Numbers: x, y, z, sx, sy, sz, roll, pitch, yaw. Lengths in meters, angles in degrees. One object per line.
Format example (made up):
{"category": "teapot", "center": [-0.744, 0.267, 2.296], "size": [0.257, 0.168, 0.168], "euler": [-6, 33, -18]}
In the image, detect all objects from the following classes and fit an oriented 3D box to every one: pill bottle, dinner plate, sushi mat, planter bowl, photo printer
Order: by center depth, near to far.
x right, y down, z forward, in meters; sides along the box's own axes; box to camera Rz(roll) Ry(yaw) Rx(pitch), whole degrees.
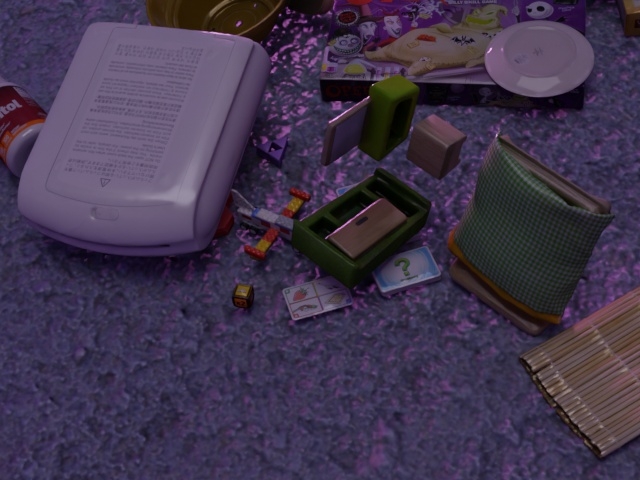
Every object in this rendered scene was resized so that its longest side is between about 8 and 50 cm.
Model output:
{"category": "sushi mat", "center": [0.387, 0.108, 1.345], "size": [0.316, 0.019, 0.151], "euler": [-28, 55, -14]}
{"category": "photo printer", "center": [-0.220, -0.121, 1.512], "size": [0.256, 0.107, 0.307], "euler": [8, 61, 15]}
{"category": "dinner plate", "center": [0.283, -0.241, 1.574], "size": [0.141, 0.017, 0.141], "euler": [-5, 52, 6]}
{"category": "pill bottle", "center": [-0.408, -0.154, 1.607], "size": [0.086, 0.086, 0.152], "euler": [-35, 56, -18]}
{"category": "planter bowl", "center": [-0.126, -0.327, 1.692], "size": [0.217, 0.090, 0.217], "euler": [-9, 56, 13]}

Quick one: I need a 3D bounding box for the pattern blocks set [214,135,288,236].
{"category": "pattern blocks set", "center": [-0.196, -0.150, 1.614], "size": [0.325, 0.026, 0.285], "euler": [22, 58, 23]}

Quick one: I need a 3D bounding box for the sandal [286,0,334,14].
{"category": "sandal", "center": [-0.050, -0.386, 1.759], "size": [0.079, 0.088, 0.240], "euler": [-11, 36, -45]}

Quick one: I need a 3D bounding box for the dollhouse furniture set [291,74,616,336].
{"category": "dollhouse furniture set", "center": [0.136, -0.015, 1.335], "size": [0.301, 0.197, 0.151], "euler": [36, 50, 23]}

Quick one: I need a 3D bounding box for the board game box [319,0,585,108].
{"category": "board game box", "center": [0.183, -0.272, 1.649], "size": [0.347, 0.056, 0.208], "euler": [2, 49, 9]}

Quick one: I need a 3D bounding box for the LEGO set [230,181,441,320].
{"category": "LEGO set", "center": [0.000, 0.000, 1.454], "size": [0.244, 0.060, 0.182], "euler": [-16, 51, -8]}

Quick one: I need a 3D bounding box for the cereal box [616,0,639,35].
{"category": "cereal box", "center": [0.491, -0.390, 1.697], "size": [0.173, 0.047, 0.240], "euler": [-5, 52, 5]}
